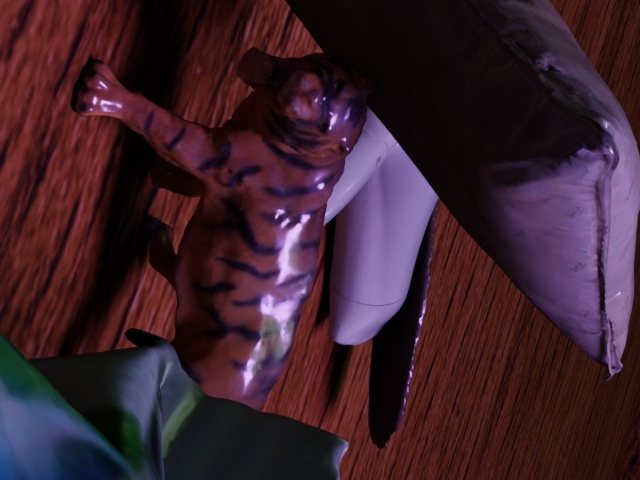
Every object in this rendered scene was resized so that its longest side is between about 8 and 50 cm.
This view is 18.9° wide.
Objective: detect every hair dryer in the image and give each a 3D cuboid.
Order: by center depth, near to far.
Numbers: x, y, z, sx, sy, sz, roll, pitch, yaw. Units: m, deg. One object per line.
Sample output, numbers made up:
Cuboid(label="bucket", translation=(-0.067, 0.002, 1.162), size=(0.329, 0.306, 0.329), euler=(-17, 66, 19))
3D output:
Cuboid(label="hair dryer", translation=(0.000, 0.000, 1.062), size=(0.237, 0.075, 0.206), euler=(-38, 145, -52))

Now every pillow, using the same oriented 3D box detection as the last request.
Cuboid(label="pillow", translation=(0.040, -0.094, 0.809), size=(0.075, 0.302, 0.185), euler=(-30, 149, -6))

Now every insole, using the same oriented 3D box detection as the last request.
Cuboid(label="insole", translation=(0.060, -0.032, 1.204), size=(0.111, 0.007, 0.328), euler=(-168, -93, -76))

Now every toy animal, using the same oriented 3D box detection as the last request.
Cuboid(label="toy animal", translation=(-0.046, 0.037, 0.823), size=(0.114, 0.116, 0.255), euler=(-18, 121, -68))

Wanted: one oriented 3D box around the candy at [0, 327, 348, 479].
Cuboid(label="candy", translation=(-0.156, 0.053, 0.421), size=(0.263, 0.172, 0.398), euler=(-65, 151, -21))
